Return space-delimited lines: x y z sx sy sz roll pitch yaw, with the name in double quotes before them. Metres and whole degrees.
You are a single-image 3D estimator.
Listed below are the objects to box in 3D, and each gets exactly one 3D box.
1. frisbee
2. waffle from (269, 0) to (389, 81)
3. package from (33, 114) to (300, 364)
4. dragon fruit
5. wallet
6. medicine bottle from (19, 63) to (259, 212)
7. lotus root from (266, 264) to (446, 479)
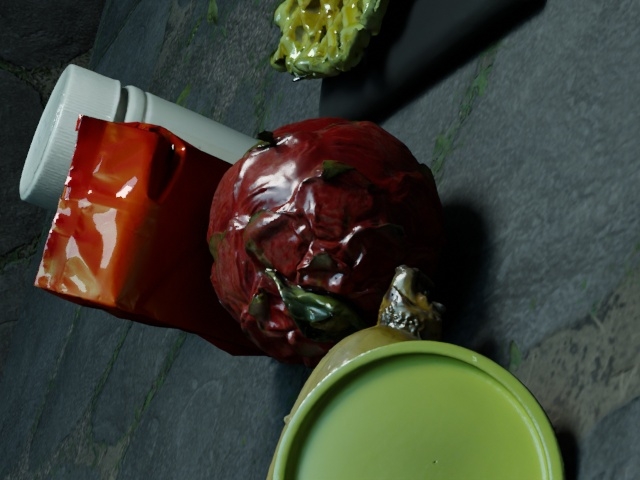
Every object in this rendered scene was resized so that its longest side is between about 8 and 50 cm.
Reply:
"frisbee" 0.074 0.192 1.099 0.236 0.017 0.236 -6 72 18
"waffle" 0.036 -0.323 1.690 0.317 0.073 0.297 20 91 65
"package" -0.118 0.013 1.528 0.123 0.423 0.196 10 80 36
"dragon fruit" 0.000 0.000 1.383 0.299 0.244 0.244 -178 109 -78
"wallet" 0.123 -0.282 1.609 0.406 0.062 0.228 -34 38 57
"medicine bottle" -0.207 -0.081 1.826 0.190 0.332 0.190 -50 27 37
"lotus root" 0.040 0.189 1.215 0.169 0.151 0.342 147 145 -77
